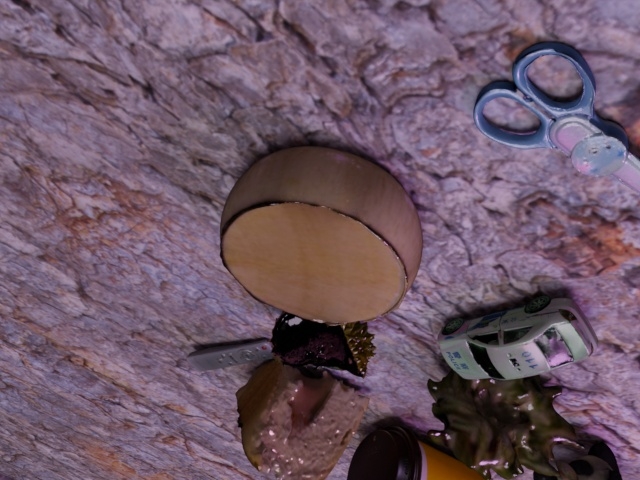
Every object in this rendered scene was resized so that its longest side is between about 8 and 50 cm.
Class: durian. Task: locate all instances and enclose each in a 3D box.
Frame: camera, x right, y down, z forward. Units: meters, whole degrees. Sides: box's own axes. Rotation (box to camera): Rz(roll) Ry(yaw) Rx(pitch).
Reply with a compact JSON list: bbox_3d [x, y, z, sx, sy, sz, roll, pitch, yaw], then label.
[{"bbox_3d":[0.018,0.139,1.086,0.186,0.119,0.108,-1,178,40],"label":"durian"}]

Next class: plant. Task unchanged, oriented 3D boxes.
[{"bbox_3d":[0.256,0.332,1.158,0.251,0.180,0.333,27,146,6],"label":"plant"}]

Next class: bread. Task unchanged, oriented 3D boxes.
[{"bbox_3d":[-0.071,0.335,1.256,0.183,0.224,0.211,42,145,-20],"label":"bread"}]

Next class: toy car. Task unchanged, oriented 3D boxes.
[{"bbox_3d":[0.259,0.146,0.972,0.224,0.076,0.090,-22,110,40],"label":"toy car"}]

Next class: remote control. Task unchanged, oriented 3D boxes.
[{"bbox_3d":[-0.157,0.203,1.271,0.184,0.027,0.050,-14,134,28],"label":"remote control"}]

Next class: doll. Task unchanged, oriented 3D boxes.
[{"bbox_3d":[0.453,0.433,1.193,0.143,0.135,0.234,-26,129,2],"label":"doll"}]

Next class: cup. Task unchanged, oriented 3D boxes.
[{"bbox_3d":[0.199,0.474,1.346,0.279,0.197,0.196,24,143,-22],"label":"cup"}]

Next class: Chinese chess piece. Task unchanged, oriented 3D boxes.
[{"bbox_3d":[0.000,0.000,0.891,0.257,0.104,0.257,11,142,9],"label":"Chinese chess piece"}]

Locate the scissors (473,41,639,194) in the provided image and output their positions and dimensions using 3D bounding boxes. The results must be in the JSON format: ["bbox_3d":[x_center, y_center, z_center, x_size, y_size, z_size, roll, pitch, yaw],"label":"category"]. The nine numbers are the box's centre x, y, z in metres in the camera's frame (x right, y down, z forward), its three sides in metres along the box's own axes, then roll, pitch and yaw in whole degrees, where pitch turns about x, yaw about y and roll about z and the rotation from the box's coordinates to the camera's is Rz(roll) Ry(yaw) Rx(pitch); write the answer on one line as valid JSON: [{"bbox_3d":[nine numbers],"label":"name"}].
[{"bbox_3d":[0.281,-0.096,0.720,0.256,0.030,0.125,32,140,-13],"label":"scissors"}]
